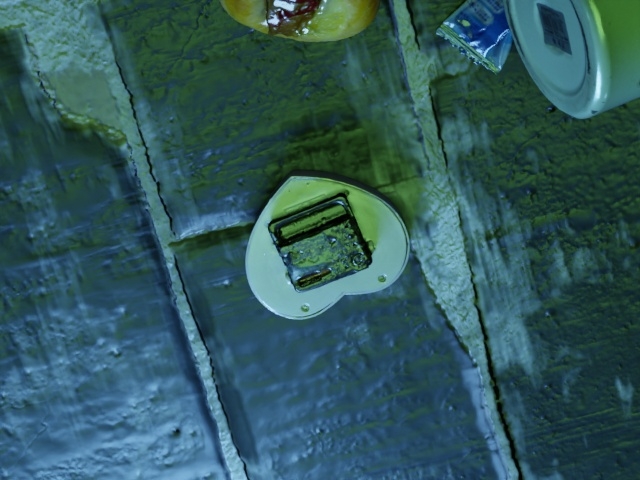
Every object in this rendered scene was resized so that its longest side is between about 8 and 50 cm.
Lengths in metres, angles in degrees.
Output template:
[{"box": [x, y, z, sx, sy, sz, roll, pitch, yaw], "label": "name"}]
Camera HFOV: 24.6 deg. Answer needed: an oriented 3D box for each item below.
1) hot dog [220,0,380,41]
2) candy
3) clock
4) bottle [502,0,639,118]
[{"box": [0.004, -0.393, 1.514, 0.185, 0.223, 0.405, 8, 108, -6], "label": "hot dog"}, {"box": [0.206, -0.257, 1.656, 0.088, 0.038, 0.136, 39, 113, -9], "label": "candy"}, {"box": [0.000, 0.000, 1.724, 0.198, 0.064, 0.172, -21, 108, 5], "label": "clock"}, {"box": [0.383, -0.287, 1.552, 0.352, 0.229, 0.229, -24, 108, -14], "label": "bottle"}]
